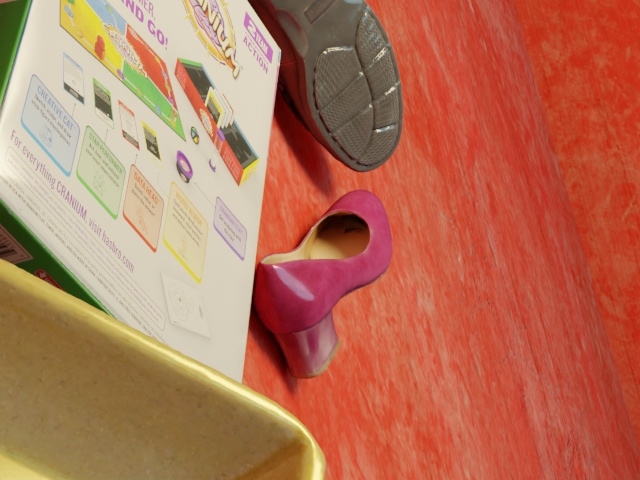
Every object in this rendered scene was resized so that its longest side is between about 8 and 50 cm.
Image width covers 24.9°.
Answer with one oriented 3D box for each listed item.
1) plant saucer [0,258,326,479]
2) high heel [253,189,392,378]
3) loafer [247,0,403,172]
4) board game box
[{"bbox_3d":[-0.174,0.134,0.519,0.333,0.081,0.333,29,37,-14],"label":"plant saucer"},{"bbox_3d":[0.000,0.000,1.251,0.244,0.082,0.117,-60,142,-46],"label":"high heel"},{"bbox_3d":[-0.015,-0.199,1.341,0.095,0.109,0.302,27,-28,52],"label":"loafer"},{"bbox_3d":[-0.115,-0.072,0.821,0.242,0.064,0.316,54,30,-42],"label":"board game box"}]
